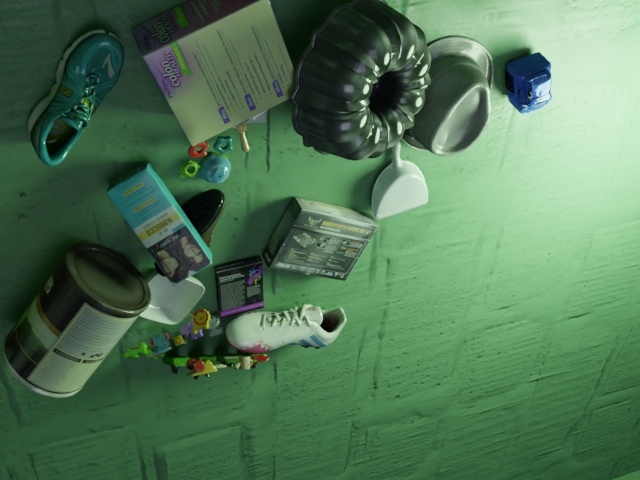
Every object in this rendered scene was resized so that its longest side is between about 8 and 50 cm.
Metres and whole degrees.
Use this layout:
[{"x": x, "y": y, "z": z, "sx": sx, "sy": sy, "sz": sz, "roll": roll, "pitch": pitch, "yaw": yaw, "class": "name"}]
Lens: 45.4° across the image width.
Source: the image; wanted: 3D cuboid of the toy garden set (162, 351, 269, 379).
[{"x": -0.250, "y": 0.313, "z": 1.913, "sx": 0.244, "sy": 0.203, "sz": 0.049, "roll": 1, "pitch": 85, "yaw": -26, "class": "toy garden set"}]

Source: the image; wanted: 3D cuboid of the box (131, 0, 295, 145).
[{"x": -0.187, "y": -0.333, "z": 1.421, "sx": 0.242, "sy": 0.117, "sz": 0.214, "roll": -27, "pitch": 135, "yaw": -3, "class": "box"}]

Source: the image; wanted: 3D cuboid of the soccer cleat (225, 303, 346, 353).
[{"x": -0.081, "y": 0.209, "z": 1.949, "sx": 0.331, "sy": 0.116, "sz": 0.143, "roll": 3, "pitch": 142, "yaw": -38, "class": "soccer cleat"}]

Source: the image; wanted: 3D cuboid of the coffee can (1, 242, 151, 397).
[{"x": -0.523, "y": 0.172, "z": 1.641, "sx": 0.201, "sy": 0.202, "sz": 0.275, "roll": 25, "pitch": 115, "yaw": -39, "class": "coffee can"}]

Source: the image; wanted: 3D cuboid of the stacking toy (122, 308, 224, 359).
[{"x": -0.348, "y": 0.230, "z": 1.837, "sx": 0.221, "sy": 0.052, "sz": 0.167, "roll": -23, "pitch": 168, "yaw": 1, "class": "stacking toy"}]

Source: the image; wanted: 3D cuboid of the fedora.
[{"x": 0.292, "y": -0.294, "z": 1.685, "sx": 0.243, "sy": 0.124, "sz": 0.276, "roll": 9, "pitch": 124, "yaw": -33, "class": "fedora"}]

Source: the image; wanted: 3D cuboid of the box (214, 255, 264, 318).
[{"x": -0.197, "y": 0.115, "z": 1.874, "sx": 0.116, "sy": 0.029, "sz": 0.162, "roll": -13, "pitch": 134, "yaw": -17, "class": "box"}]

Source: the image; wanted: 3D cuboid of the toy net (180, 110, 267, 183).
[{"x": -0.197, "y": -0.216, "z": 1.574, "sx": 0.122, "sy": 0.045, "sz": 0.232, "roll": 19, "pitch": 117, "yaw": -35, "class": "toy net"}]

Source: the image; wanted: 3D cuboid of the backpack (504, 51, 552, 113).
[{"x": 0.477, "y": -0.348, "z": 1.749, "sx": 0.097, "sy": 0.101, "sz": 0.120, "roll": -17, "pitch": 138, "yaw": -3, "class": "backpack"}]

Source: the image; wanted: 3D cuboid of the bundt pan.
[{"x": 0.100, "y": -0.300, "z": 1.504, "sx": 0.330, "sy": 0.124, "sz": 0.331, "roll": -32, "pitch": 139, "yaw": -33, "class": "bundt pan"}]

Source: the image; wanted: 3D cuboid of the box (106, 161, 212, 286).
[{"x": -0.331, "y": -0.032, "z": 1.589, "sx": 0.100, "sy": 0.060, "sz": 0.244, "roll": -31, "pitch": 111, "yaw": 3, "class": "box"}]

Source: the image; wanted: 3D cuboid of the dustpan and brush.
[{"x": 0.185, "y": -0.157, "z": 1.812, "sx": 0.147, "sy": 0.060, "sz": 0.211, "roll": -19, "pitch": 141, "yaw": -12, "class": "dustpan and brush"}]

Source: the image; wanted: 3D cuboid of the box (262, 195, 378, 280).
[{"x": 0.000, "y": 0.000, "z": 1.850, "sx": 0.230, "sy": 0.056, "sz": 0.183, "roll": 10, "pitch": 123, "yaw": -33, "class": "box"}]

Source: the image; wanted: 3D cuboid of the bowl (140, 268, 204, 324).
[{"x": -0.360, "y": 0.122, "z": 1.783, "sx": 0.142, "sy": 0.053, "sz": 0.142, "roll": 23, "pitch": 116, "yaw": -40, "class": "bowl"}]

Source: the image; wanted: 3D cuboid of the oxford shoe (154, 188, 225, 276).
[{"x": -0.276, "y": -0.020, "z": 1.696, "sx": 0.227, "sy": 0.083, "sz": 0.096, "roll": -51, "pitch": 159, "yaw": 14, "class": "oxford shoe"}]

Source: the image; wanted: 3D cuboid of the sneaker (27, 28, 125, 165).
[{"x": -0.432, "y": -0.250, "z": 1.379, "sx": 0.107, "sy": 0.110, "sz": 0.275, "roll": 20, "pitch": 117, "yaw": -37, "class": "sneaker"}]
